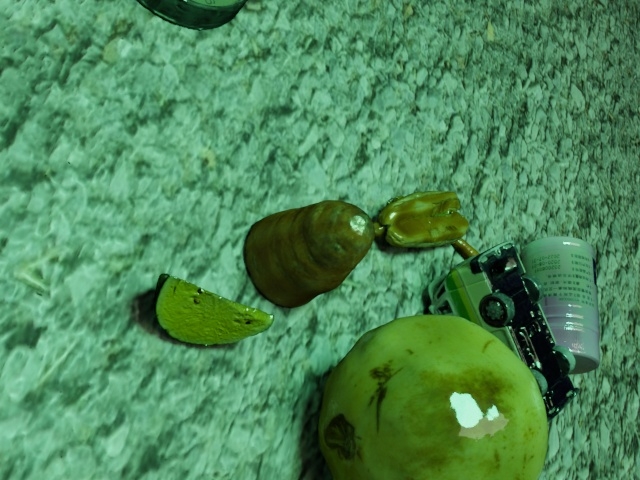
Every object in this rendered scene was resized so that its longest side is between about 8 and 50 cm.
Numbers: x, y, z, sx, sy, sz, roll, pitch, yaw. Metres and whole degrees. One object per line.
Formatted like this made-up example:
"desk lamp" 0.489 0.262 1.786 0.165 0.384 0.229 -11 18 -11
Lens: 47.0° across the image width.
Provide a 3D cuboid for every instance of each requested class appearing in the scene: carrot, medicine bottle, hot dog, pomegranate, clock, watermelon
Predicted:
"carrot" 0.331 0.049 1.492 0.190 0.037 0.037 38 52 -21
"medicine bottle" 0.492 0.135 1.515 0.152 0.152 0.253 25 59 -31
"carrot" 0.000 0.000 1.109 0.159 0.225 0.159 14 64 -31
"hot dog" 0.188 -0.037 1.382 0.270 0.072 0.109 -9 77 -44
"pomegranate" 0.164 0.273 1.076 0.333 0.333 0.332 16 63 -35
"clock" -0.228 -0.489 1.220 0.281 0.055 0.280 17 62 -35
"watermelon" -0.166 0.106 1.014 0.182 0.092 0.075 29 70 -39

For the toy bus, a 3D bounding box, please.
"toy bus" 0.320 0.171 1.335 0.143 0.179 0.305 -22 88 -45
